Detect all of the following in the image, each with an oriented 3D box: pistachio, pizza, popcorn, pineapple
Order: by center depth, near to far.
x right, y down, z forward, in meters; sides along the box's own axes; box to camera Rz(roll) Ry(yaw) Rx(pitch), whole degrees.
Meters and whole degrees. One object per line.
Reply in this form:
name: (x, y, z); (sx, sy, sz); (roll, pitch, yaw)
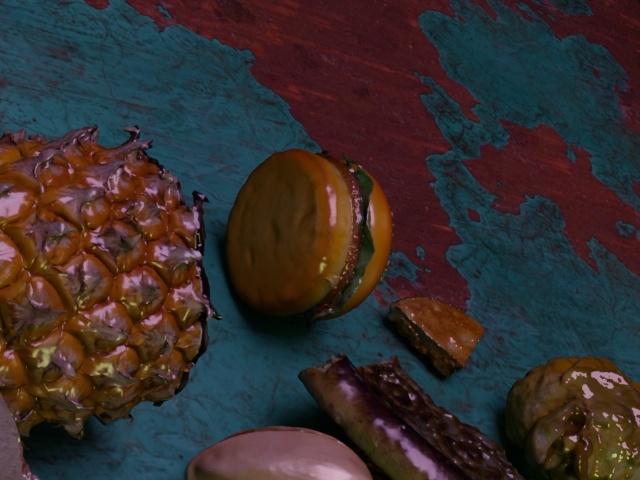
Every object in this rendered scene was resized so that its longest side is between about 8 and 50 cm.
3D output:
pineapple: (-0.303, 0.048, 1.691); (0.300, 0.352, 0.352); (-5, 53, -34)
pistachio: (-0.040, 0.286, 1.835); (0.229, 0.157, 0.157); (17, 35, -2)
popcorn: (0.376, 0.260, 2.267); (0.233, 0.192, 0.266); (47, 28, 10)
pizza: (0.167, 0.139, 2.328); (0.175, 0.046, 0.134); (22, 36, -27)

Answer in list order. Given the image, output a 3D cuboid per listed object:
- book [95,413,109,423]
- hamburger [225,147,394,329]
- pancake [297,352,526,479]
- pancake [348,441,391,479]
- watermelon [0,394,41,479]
book: (-0.245, 0.128, 1.932); (0.138, 0.016, 0.198); (45, 32, 5)
hamburger: (-0.001, 0.001, 2.151); (0.170, 0.246, 0.246); (12, 42, -41)
pancake: (0.172, 0.271, 2.029); (0.427, 0.067, 0.305); (40, 19, 8)
pancake: (0.166, 0.384, 1.996); (0.387, 0.082, 0.387); (28, 27, -16)
watermelon: (-0.410, 0.204, 1.518); (0.222, 0.319, 0.292); (-126, -159, -76)
